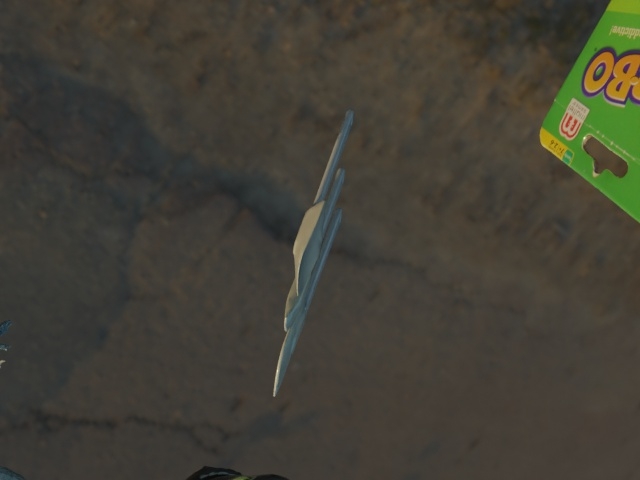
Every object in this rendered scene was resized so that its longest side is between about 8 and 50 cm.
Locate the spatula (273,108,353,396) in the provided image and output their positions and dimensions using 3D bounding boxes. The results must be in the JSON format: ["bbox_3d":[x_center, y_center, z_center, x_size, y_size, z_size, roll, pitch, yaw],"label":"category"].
[{"bbox_3d":[0.000,0.000,1.459,0.242,0.019,0.168,-69,168,-48],"label":"spatula"}]

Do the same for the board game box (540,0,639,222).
[{"bbox_3d":[0.208,-0.136,0.822,0.039,0.124,0.259,23,105,-32],"label":"board game box"}]

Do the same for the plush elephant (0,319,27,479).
[{"bbox_3d":[-0.352,0.206,1.232,0.330,0.255,0.272,-15,167,26],"label":"plush elephant"}]

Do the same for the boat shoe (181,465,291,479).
[{"bbox_3d":[-0.131,0.259,1.031,0.324,0.117,0.096,-41,-171,-36],"label":"boat shoe"}]
